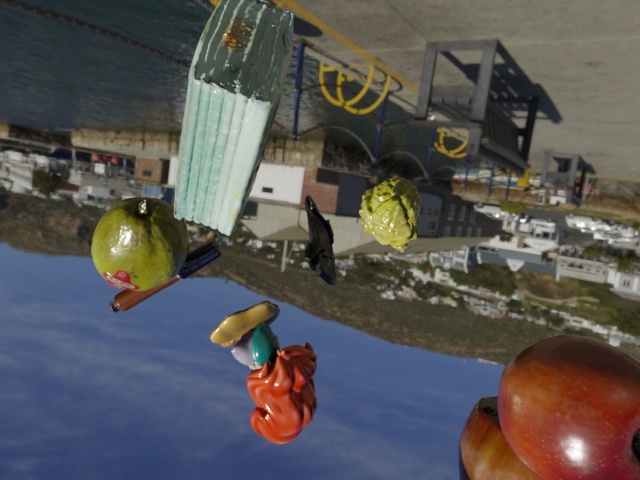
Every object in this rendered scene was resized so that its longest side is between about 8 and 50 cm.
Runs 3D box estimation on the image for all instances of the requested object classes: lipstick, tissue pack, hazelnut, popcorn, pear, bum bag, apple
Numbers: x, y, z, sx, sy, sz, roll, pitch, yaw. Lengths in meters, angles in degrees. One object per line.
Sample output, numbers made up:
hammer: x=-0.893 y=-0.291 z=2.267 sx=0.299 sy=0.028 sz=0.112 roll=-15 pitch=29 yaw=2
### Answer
lipstick: x=-0.539 y=0.129 z=1.622 sx=0.418 sy=0.077 sz=0.077 roll=-30 pitch=-171 yaw=-3
tissue pack: x=-0.183 y=-0.236 z=0.933 sx=0.162 sy=0.287 sz=0.388 roll=15 pitch=143 yaw=-12
hazelnut: x=0.512 y=0.570 z=1.186 sx=0.365 sy=0.366 sz=0.366 roll=8 pitch=-175 yaw=-1
popcorn: x=0.245 y=-0.094 z=1.640 sx=0.212 sy=0.259 sz=0.259 roll=13 pitch=-173 yaw=17
pear: x=-0.547 y=-0.007 z=1.434 sx=0.287 sy=0.287 sz=0.375 roll=6 pitch=143 yaw=-20
bum bag: x=0.000 y=0.000 z=1.221 sx=0.060 sy=0.248 sz=0.123 roll=-18 pitch=144 yaw=19
apple: x=0.372 y=0.248 z=0.661 sx=0.218 sy=0.218 sz=0.201 roll=6 pitch=-176 yaw=-17

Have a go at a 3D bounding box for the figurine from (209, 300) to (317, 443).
figurine: x=-0.099 y=0.264 z=0.954 sx=0.257 sy=0.208 sz=0.181 roll=54 pitch=-167 yaw=26
